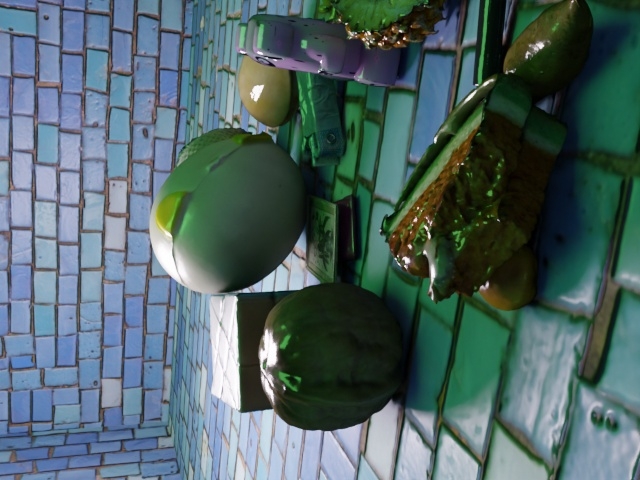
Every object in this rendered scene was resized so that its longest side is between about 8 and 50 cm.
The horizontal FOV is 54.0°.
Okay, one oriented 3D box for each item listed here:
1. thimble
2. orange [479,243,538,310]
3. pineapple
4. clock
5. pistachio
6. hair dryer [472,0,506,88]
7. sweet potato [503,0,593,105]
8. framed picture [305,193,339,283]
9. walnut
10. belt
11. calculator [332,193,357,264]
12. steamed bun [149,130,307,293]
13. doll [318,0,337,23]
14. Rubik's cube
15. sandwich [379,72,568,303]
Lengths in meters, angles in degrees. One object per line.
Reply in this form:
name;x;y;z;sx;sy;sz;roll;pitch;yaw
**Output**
thimble;-0.238;-0.145;1.630;0.150;0.271;0.270;-127;43;-55
orange;0.214;0.040;0.728;0.086;0.062;0.086;179;90;-67
pineapple;0.117;-0.339;0.929;0.176;0.137;0.161;-5;69;30
clock;-0.009;-0.325;1.070;0.227;0.248;0.090;-141;57;-64
pistachio;-0.099;-0.380;1.431;0.181;0.162;0.293;64;146;21
hair dryer;0.219;-0.280;0.756;0.128;0.070;0.255;-146;53;-65
sweet potato;0.234;-0.185;0.686;0.269;0.075;0.074;116;150;-71
framed picture;0.000;0.000;1.276;0.231;0.010;0.172;-151;61;-73
walnut;0.011;0.188;1.023;0.248;0.249;0.248;-179;90;-69
belt;-0.008;-0.300;1.272;0.087;0.072;0.302;-10;87;62
calculator;0.028;-0.012;1.255;0.190;0.034;0.126;156;111;-68
steamed bun;-0.197;-0.058;1.393;0.374;0.334;0.334;-50;3;-28
doll;0.007;-0.530;1.277;0.089;0.102;0.179;-7;74;25
Rubik's cube;-0.090;0.213;1.276;0.231;0.225;0.221;169;100;-67
sandwich;0.171;-0.047;0.715;0.212;0.109;0.292;-84;16;-54
